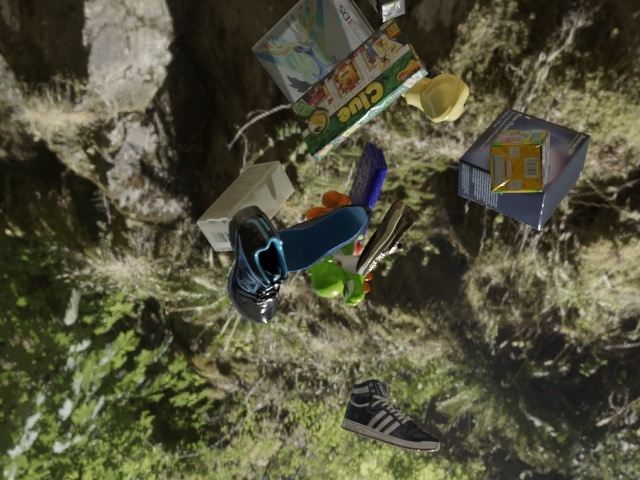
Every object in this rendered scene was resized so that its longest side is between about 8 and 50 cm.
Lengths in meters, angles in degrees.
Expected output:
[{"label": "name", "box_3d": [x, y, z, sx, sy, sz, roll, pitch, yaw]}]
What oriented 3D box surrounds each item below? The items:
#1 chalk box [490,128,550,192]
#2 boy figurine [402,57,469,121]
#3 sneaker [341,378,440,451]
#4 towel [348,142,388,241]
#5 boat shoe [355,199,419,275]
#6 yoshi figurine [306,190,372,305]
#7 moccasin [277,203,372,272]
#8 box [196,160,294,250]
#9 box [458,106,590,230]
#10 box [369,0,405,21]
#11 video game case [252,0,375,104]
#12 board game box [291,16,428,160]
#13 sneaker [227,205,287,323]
[{"label": "chalk box", "box_3d": [0.543, -0.224, 1.578, 0.132, 0.132, 0.213, 2, -157, 27]}, {"label": "boy figurine", "box_3d": [0.217, -0.305, 1.175, 0.177, 0.092, 0.285, 30, -163, -11]}, {"label": "sneaker", "box_3d": [0.191, 0.459, 1.562, 0.282, 0.153, 0.099, 5, 167, 33]}, {"label": "towel", "box_3d": [0.164, -0.167, 2.069, 0.076, 0.308, 0.228, 9, -150, -13]}, {"label": "boat shoe", "box_3d": [0.194, 0.011, 1.673, 0.095, 0.257, 0.095, 28, -149, -5]}, {"label": "yoshi figurine", "box_3d": [0.033, 0.033, 1.850, 0.203, 0.203, 0.362, -18, -116, 10]}, {"label": "moccasin", "box_3d": [0.000, 0.000, 1.583, 0.342, 0.138, 0.117, -19, -176, 31]}, {"label": "box", "box_3d": [-0.229, -0.112, 1.840, 0.148, 0.121, 0.311, -4, -143, 38]}, {"label": "box", "box_3d": [0.644, -0.238, 1.865, 0.294, 0.183, 0.296, 29, -117, 30]}, {"label": "box", "box_3d": [0.160, -0.584, 1.416, 0.062, 0.052, 0.083, -23, -119, -4]}, {"label": "video game case", "box_3d": [0.005, -0.494, 1.588, 0.300, 0.329, 0.036, 53, -139, -9]}, {"label": "board game box", "box_3d": [0.063, -0.276, 1.081, 0.030, 0.259, 0.136, 15, -134, -52]}, {"label": "sneaker", "box_3d": [-0.147, 0.090, 1.404, 0.125, 0.341, 0.139, -25, -136, -26]}]
